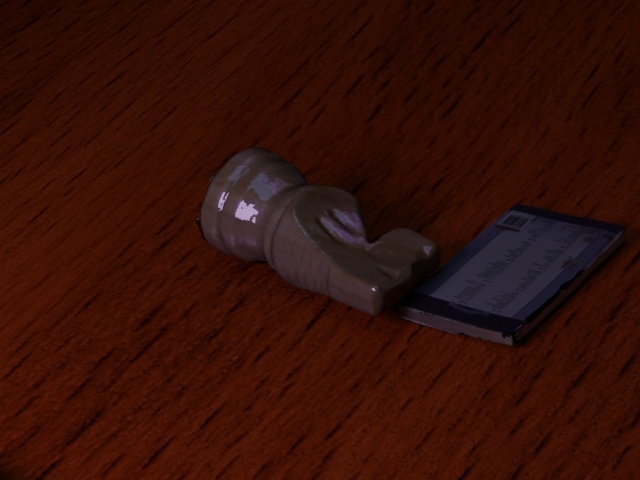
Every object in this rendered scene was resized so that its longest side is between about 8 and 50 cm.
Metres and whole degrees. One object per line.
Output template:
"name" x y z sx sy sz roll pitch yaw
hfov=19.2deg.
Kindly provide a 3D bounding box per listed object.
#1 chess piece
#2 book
"chess piece" 0.000 0.000 2.178 0.137 0.137 0.301 -33 41 -28
"book" 0.217 0.037 2.117 0.157 0.026 0.231 13 40 41
